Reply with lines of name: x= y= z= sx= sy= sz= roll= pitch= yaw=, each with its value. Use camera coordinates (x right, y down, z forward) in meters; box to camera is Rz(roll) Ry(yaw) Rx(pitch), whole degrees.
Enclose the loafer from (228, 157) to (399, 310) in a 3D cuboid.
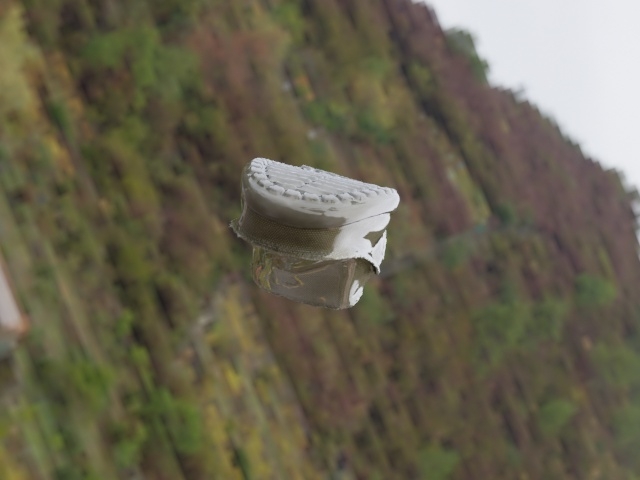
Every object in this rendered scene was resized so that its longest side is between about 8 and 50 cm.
loafer: x=0.000 y=0.000 z=0.720 sx=0.148 sy=0.056 sz=0.050 roll=-3 pitch=107 yaw=-79
